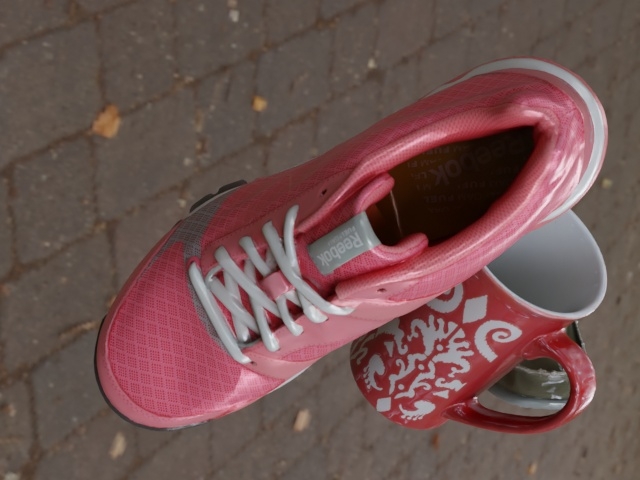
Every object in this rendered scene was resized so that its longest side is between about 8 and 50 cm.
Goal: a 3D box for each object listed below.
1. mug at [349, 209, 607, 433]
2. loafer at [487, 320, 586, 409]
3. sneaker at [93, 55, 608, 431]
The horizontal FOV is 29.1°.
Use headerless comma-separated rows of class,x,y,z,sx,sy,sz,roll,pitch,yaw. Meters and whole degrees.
mug,0.099,0.064,0.833,0.169,0.113,0.150,-50,-146,42
loafer,0.172,0.052,1.084,0.251,0.094,0.087,-104,-163,-57
sneaker,0.000,-0.001,0.633,0.313,0.116,0.136,-32,179,11
